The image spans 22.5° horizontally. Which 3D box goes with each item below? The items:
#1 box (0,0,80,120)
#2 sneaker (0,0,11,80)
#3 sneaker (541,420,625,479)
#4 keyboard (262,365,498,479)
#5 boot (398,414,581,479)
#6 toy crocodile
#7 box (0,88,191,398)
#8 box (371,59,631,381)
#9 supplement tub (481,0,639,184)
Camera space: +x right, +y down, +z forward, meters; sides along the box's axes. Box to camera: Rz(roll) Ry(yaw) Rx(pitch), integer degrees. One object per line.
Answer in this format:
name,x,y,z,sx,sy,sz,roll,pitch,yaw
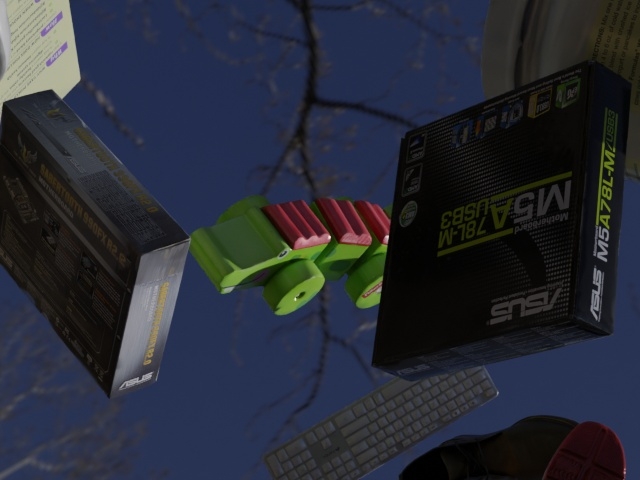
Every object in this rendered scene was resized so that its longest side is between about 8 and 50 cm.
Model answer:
box,-0.389,-0.211,1.798,0.117,0.213,0.243,30,-28,16
sneaker,-0.324,-0.282,1.217,0.135,0.150,0.366,-4,-46,22
sneaker,0.229,0.292,1.634,0.087,0.221,0.128,30,-24,-7
keyboard,0.064,0.193,1.681,0.072,0.256,0.014,63,-14,-7
boot,0.189,0.247,1.766,0.219,0.106,0.082,-21,-95,45
toy crocodile,0.000,0.000,1.676,0.105,0.340,0.115,-51,-120,31
box,-0.219,0.002,1.468,0.231,0.056,0.183,45,-44,30
box,0.120,-0.009,1.083,0.191,0.045,0.184,-18,-127,48
supplement tub,0.313,-0.145,1.248,0.325,0.235,0.235,20,-59,25
